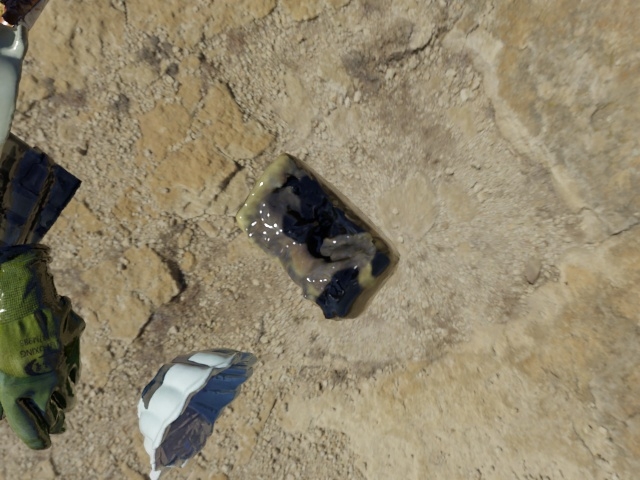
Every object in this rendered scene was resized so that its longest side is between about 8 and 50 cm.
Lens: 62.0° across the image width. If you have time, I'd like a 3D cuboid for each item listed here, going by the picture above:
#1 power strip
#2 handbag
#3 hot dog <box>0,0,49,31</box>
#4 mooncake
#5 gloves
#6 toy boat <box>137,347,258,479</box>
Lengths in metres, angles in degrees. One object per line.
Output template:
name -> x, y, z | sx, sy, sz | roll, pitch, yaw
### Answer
power strip -> -0.303, -0.078, 0.462 | 0.286, 0.048, 0.080 | -40, 54, 41
handbag -> -0.643, -0.074, 0.948 | 0.162, 0.325, 0.327 | 29, 75, 25
hot dog -> -0.540, -0.447, 0.971 | 0.099, 0.053, 0.192 | 17, 73, 26
mooncake -> 0.000, 0.000, 1.316 | 0.393, 0.394, 0.246 | 29, 108, -32
gloves -> -0.366, 0.137, 0.674 | 0.135, 0.107, 0.268 | -8, 99, -13
toy boat -> -0.210, 0.258, 0.840 | 0.100, 0.199, 0.290 | 39, 122, 20
